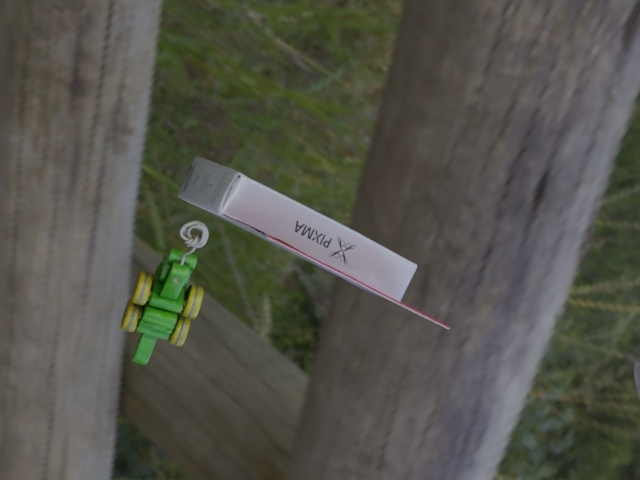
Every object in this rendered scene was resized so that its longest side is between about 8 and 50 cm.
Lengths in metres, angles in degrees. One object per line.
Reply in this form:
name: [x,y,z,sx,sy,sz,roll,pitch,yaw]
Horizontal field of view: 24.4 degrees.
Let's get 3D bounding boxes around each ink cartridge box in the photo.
ink cartridge box: [0.000,0.000,1.702,0.275,0.239,0.060,27,87,-31]

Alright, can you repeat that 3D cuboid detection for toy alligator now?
toy alligator: [-0.127,0.034,1.263,0.056,0.051,0.189,16,133,-12]

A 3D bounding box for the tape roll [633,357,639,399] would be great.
tape roll: [0.402,0.224,1.412,0.100,0.286,0.286,-23,145,2]
